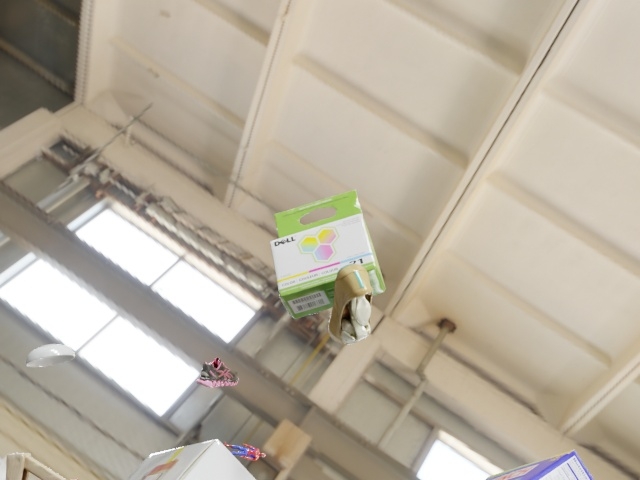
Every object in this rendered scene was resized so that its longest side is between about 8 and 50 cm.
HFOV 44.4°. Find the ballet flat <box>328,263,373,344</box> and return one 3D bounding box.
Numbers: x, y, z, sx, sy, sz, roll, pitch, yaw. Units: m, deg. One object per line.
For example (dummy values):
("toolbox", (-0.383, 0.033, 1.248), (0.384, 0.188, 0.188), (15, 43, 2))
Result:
("ballet flat", (0.057, 0.136, 1.386), (0.073, 0.080, 0.232), (58, -17, 36))

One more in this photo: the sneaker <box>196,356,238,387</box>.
("sneaker", (-0.202, 0.264, 1.581), (0.047, 0.119, 0.057), (5, -93, 27))

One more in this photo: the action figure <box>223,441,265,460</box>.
("action figure", (-0.204, 0.565, 2.095), (0.115, 0.038, 0.030), (13, -34, -8))

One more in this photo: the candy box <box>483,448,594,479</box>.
("candy box", (0.301, 0.509, 1.386), (0.122, 0.317, 0.268), (63, -36, 15))

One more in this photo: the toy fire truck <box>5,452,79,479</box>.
("toy fire truck", (-0.413, 0.334, 1.049), (0.192, 0.047, 0.135), (40, -86, 18))

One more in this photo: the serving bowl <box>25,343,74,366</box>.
("serving bowl", (-0.483, 0.202, 1.397), (0.083, 0.083, 0.027), (-29, -113, 45))

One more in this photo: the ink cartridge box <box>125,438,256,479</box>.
("ink cartridge box", (-0.237, 0.562, 1.563), (0.279, 0.160, 0.384), (48, -34, -7))

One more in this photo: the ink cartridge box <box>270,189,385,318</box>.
("ink cartridge box", (0.000, 0.000, 1.515), (0.188, 0.255, 0.097), (-17, -35, 5))
